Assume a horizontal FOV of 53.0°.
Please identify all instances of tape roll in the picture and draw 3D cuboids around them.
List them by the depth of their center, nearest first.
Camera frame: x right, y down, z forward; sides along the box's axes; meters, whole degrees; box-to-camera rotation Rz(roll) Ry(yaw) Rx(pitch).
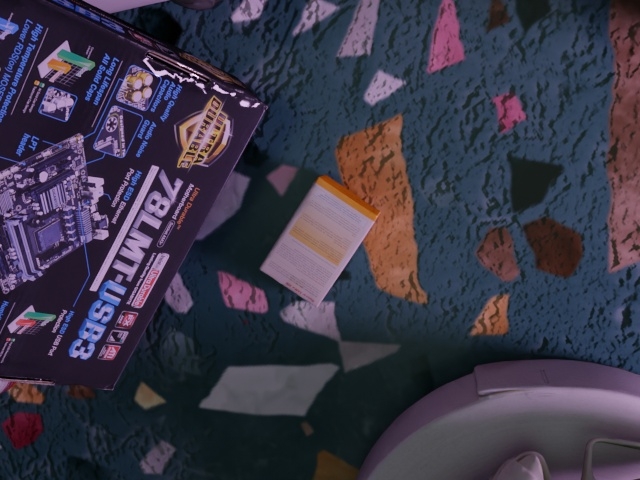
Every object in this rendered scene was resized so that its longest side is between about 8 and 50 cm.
[{"bbox_3d":[0.205,0.295,0.557,0.393,0.072,0.391,2,99,11],"label":"tape roll"}]

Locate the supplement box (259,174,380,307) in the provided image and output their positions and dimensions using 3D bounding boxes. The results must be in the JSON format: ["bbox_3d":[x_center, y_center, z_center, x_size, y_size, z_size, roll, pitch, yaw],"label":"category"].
[{"bbox_3d":[0.000,0.000,0.562,0.062,0.036,0.098,35,103,3],"label":"supplement box"}]

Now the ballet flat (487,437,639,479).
[{"bbox_3d":[0.187,0.190,0.475,0.249,0.086,0.086,-9,98,10],"label":"ballet flat"}]

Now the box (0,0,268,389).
[{"bbox_3d":[-0.229,-0.033,0.456,0.295,0.293,0.073,-58,45,16],"label":"box"}]

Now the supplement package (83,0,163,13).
[{"bbox_3d":[-0.273,-0.263,0.495,0.293,0.177,0.175,-8,98,12],"label":"supplement package"}]

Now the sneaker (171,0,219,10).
[{"bbox_3d":[-0.055,-0.291,0.461,0.100,0.108,0.271,10,84,18],"label":"sneaker"}]

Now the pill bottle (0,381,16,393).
[{"bbox_3d":[-0.358,0.112,0.550,0.121,0.221,0.121,2,99,10],"label":"pill bottle"}]
